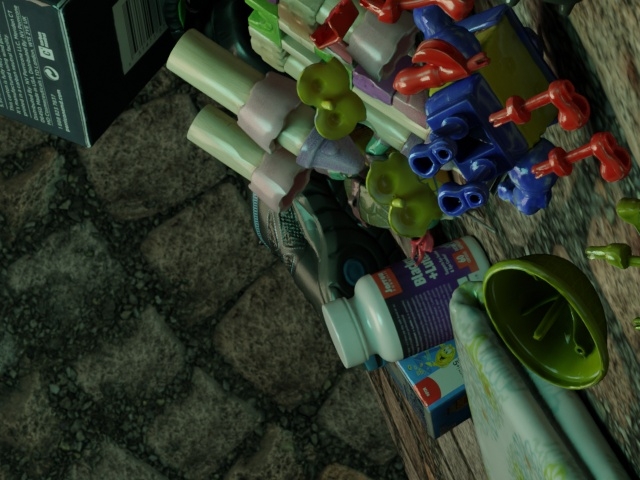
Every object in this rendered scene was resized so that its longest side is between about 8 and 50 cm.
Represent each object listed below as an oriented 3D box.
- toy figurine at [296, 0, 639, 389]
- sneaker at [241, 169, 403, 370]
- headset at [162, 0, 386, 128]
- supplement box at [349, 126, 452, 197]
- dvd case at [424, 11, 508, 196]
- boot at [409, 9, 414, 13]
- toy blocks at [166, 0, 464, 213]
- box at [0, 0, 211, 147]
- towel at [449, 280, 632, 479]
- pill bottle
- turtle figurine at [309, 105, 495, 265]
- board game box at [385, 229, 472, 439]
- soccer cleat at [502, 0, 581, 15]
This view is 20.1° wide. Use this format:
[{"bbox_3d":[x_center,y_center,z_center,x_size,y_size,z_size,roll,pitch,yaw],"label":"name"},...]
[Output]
[{"bbox_3d":[0.168,-0.091,1.398,0.362,0.191,0.217,52,-143,-18],"label":"toy figurine"},{"bbox_3d":[0.000,0.000,2.207,0.140,0.125,0.340,-23,86,51],"label":"sneaker"},{"bbox_3d":[-0.021,-0.252,2.003,0.394,0.243,0.185,54,-151,-54],"label":"headset"},{"bbox_3d":[0.094,-0.088,2.177,0.233,0.078,0.080,-126,16,-66],"label":"supplement box"},{"bbox_3d":[0.149,-0.141,1.764,0.221,0.018,0.164,102,146,-77],"label":"dvd case"},{"bbox_3d":[0.081,-0.273,1.812,0.106,0.037,0.114,56,-174,-37],"label":"boot"},{"bbox_3d":[0.056,-0.167,1.648,0.260,0.309,0.288,34,170,8],"label":"toy blocks"},{"bbox_3d":[-0.350,-0.323,2.008,0.396,0.293,0.212,20,143,21],"label":"box"},{"bbox_3d":[0.255,0.263,1.951,0.374,0.090,0.320,-119,12,-51],"label":"towel"},{"bbox_3d":[0.105,0.076,2.087,0.108,0.194,0.108,158,90,-84],"label":"pill bottle"},{"bbox_3d":[0.074,-0.070,1.963,0.234,0.118,0.175,30,154,35],"label":"turtle figurine"},{"bbox_3d":[0.100,0.099,2.379,0.302,0.086,0.308,57,177,13],"label":"board game box"},{"bbox_3d":[0.133,-0.270,1.239,0.289,0.093,0.121,-111,34,-47],"label":"soccer cleat"}]
